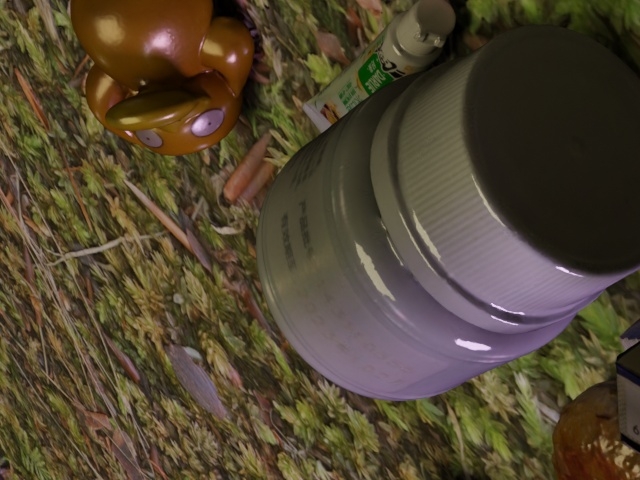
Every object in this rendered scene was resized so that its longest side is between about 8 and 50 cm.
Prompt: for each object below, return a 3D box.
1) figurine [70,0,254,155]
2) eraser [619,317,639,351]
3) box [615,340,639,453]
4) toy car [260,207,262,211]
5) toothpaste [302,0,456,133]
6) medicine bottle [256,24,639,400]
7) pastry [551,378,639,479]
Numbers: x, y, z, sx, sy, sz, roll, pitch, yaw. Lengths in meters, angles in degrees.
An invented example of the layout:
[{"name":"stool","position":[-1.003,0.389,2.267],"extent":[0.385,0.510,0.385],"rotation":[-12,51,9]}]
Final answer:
[{"name":"figurine","position":[-0.169,-0.200,1.718],"extent":[0.215,0.215,0.228],"rotation":[-7,96,61]},{"name":"eraser","position":[0.364,0.229,1.302],"extent":[0.098,0.096,0.404],"rotation":[-4,113,60]},{"name":"box","position":[0.369,0.126,1.073],"extent":[0.310,0.198,0.084],"rotation":[31,142,42]},{"name":"toy car","position":[0.000,0.000,1.715],"extent":[0.224,0.076,0.090],"rotation":[2,121,59]},{"name":"toothpaste","position":[0.051,-0.146,1.514],"extent":[0.314,0.056,0.058],"rotation":[136,142,-66]},{"name":"medicine bottle","position":[0.112,-0.019,1.314],"extent":[0.245,0.245,0.306],"rotation":[58,145,1]},{"name":"pastry","position":[0.282,0.215,1.433],"extent":[0.192,0.093,0.182],"rotation":[39,149,34]}]
